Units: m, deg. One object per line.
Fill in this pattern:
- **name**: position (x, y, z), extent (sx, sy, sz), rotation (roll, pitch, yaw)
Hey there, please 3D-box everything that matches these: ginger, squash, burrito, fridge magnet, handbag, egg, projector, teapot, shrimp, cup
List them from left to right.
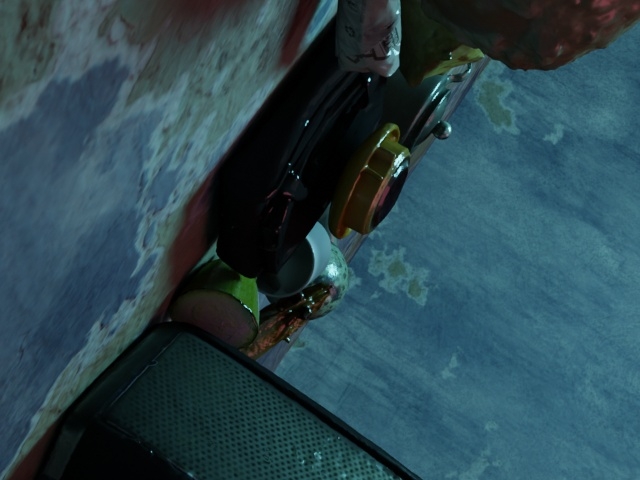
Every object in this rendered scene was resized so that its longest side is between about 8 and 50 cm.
- **projector**: position (-0.112, 0.355, 1.287), extent (0.395, 0.405, 0.242), rotation (-60, 173, 35)
- **squash**: position (-0.108, 0.051, 1.332), extent (0.132, 0.105, 0.105), rotation (-73, -172, -47)
- **shrimp**: position (-0.103, 0.144, 1.587), extent (0.294, 0.062, 0.154), rotation (-31, 173, 7)
- **cup**: position (-0.062, 0.019, 1.534), extent (0.133, 0.136, 0.099), rotation (-35, 124, -76)
- **egg**: position (-0.023, 0.051, 1.746), extent (0.132, 0.132, 0.172), rotation (-58, -174, 17)
- **handbag**: position (-0.016, -0.101, 1.238), extent (0.275, 0.088, 0.244), rotation (-53, 170, -22)
- **fridge magnet**: position (0.054, -0.063, 1.265), extent (0.143, 0.063, 0.143), rotation (-58, 168, -21)
- **burrito**: position (0.047, -0.221, 1.057), extent (0.064, 0.064, 0.203), rotation (-54, 161, -27)
- **teapot**: position (0.113, -0.185, 1.490), extent (0.239, 0.149, 0.162), rotation (-53, 172, -28)
- **ginger**: position (0.151, -0.293, 1.278), extent (0.138, 0.152, 0.267), rotation (18, 89, -57)
- **egg**: position (0.183, -0.291, 0.906), extent (0.279, 0.279, 0.310), rotation (-22, 127, -80)

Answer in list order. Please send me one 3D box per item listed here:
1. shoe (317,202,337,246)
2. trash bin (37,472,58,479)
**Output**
- **shoe**: position (0.000, 0.000, 1.931), extent (0.195, 0.078, 0.079), rotation (-55, 175, 21)
- **trash bin**: position (-0.257, 0.334, 0.907), extent (0.277, 0.217, 0.262), rotation (-60, 176, -20)
